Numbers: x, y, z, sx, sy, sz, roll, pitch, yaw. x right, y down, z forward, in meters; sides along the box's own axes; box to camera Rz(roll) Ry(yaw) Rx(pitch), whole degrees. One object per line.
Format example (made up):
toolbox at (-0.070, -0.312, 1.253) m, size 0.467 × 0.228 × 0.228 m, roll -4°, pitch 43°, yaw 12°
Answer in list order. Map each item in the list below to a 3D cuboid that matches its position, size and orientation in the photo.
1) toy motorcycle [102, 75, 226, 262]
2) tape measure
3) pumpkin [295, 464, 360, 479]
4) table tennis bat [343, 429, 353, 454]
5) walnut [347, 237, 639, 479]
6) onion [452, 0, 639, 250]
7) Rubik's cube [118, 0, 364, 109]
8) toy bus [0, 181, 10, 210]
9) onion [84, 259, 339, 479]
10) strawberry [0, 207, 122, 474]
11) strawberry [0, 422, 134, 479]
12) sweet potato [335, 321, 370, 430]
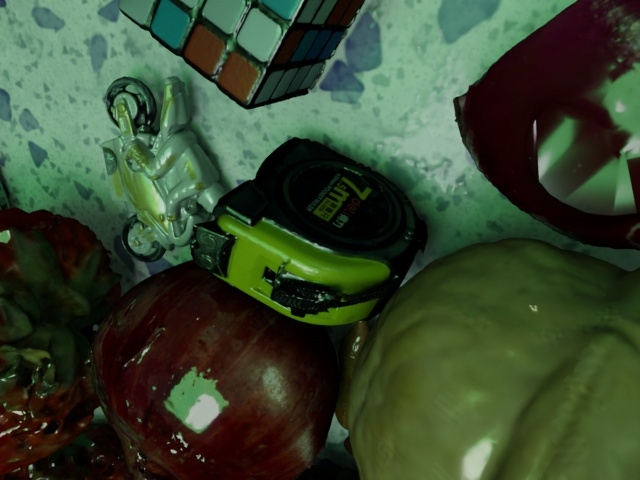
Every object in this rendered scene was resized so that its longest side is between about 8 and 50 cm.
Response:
toy motorcycle at (-0.181, -0.074, 0.649) m, size 0.151 × 0.074 × 0.228 m, roll 8°, pitch 111°, yaw 16°
tape measure at (0.000, 0.000, 0.540) m, size 0.186 × 0.199 × 0.112 m, roll 28°, pitch 135°, yaw 10°
pumpkin at (0.014, 0.403, 0.652) m, size 0.325 × 0.232 × 0.242 m, roll 13°, pitch 86°, yaw 19°
table tennis bat at (0.061, 0.254, 0.652) m, size 0.098 × 0.019 × 0.155 m, roll 50°, pitch 161°, yaw -4°
walnut at (0.194, 0.174, 0.444) m, size 0.381 × 0.381 × 0.381 m, roll 7°, pitch 112°, yaw 19°
onion at (0.233, -0.085, 0.406) m, size 0.216 × 0.206 × 0.207 m, roll -40°, pitch 92°, yaw 29°
Rubik's cube at (-0.054, -0.229, 0.495) m, size 0.151 × 0.154 × 0.155 m, roll 37°, pitch 118°, yaw 6°
toy bus at (-0.492, -0.083, 0.756) m, size 0.087 × 0.089 × 0.193 m, roll -7°, pitch 107°, yaw 21°
onion at (-0.116, 0.152, 0.608) m, size 0.276 × 0.276 × 0.276 m, roll 7°, pitch 112°, yaw 19°
strawberry at (-0.423, 0.114, 0.647) m, size 0.351 × 0.267 × 0.311 m, roll 0°, pitch 81°, yaw 12°
strawberry at (-0.397, 0.426, 0.822) m, size 0.250 × 0.239 × 0.288 m, roll -5°, pitch 83°, yaw 33°
sweet potato at (0.043, 0.151, 0.653) m, size 0.056 × 0.056 × 0.194 m, roll 10°, pitch 122°, yaw 18°
